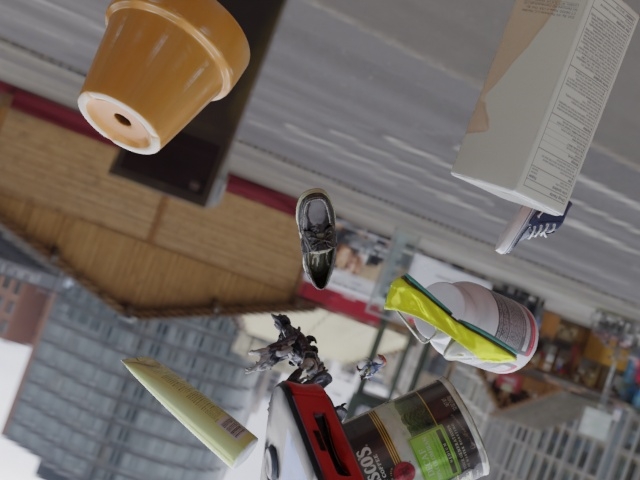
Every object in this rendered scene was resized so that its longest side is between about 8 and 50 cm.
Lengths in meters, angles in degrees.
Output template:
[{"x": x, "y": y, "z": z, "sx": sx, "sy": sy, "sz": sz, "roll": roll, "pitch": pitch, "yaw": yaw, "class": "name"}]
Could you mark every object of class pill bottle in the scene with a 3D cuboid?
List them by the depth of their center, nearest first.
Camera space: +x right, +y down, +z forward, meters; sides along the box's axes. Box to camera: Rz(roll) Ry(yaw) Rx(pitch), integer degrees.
[{"x": 0.346, "y": 0.190, "z": 2.295, "sx": 0.176, "sy": 0.176, "sz": 0.319, "roll": 18, "pitch": 177, "yaw": 40, "class": "pill bottle"}]

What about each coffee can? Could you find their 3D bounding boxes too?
[{"x": 0.145, "y": 0.398, "z": 1.895, "sx": 0.275, "sy": 0.201, "sz": 0.201, "roll": -24, "pitch": -176, "yaw": -7, "class": "coffee can"}]

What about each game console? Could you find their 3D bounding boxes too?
[{"x": -0.007, "y": 0.377, "z": 1.085, "sx": 0.060, "sy": 0.341, "sz": 0.386, "roll": 2, "pitch": -149, "yaw": -19, "class": "game console"}]

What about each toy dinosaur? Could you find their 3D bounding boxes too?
[{"x": 0.121, "y": 0.287, "z": 2.336, "sx": 0.082, "sy": 0.047, "sz": 0.090, "roll": -24, "pitch": 160, "yaw": 23, "class": "toy dinosaur"}]

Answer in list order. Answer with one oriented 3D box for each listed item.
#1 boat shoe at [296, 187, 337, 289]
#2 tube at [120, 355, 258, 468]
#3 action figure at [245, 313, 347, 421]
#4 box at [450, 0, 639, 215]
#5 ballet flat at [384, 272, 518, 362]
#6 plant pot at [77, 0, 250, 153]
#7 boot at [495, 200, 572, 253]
[{"x": 0.000, "y": 0.000, "z": 1.363, "sx": 0.056, "sy": 0.152, "sz": 0.049, "roll": -13, "pitch": -140, "yaw": -7, "class": "boat shoe"}, {"x": -0.204, "y": 0.257, "z": 1.590, "sx": 0.240, "sy": 0.062, "sz": 0.070, "roll": 38, "pitch": 147, "yaw": 15, "class": "tube"}, {"x": -0.053, "y": 0.232, "z": 1.775, "sx": 0.164, "sy": 0.141, "sz": 0.275, "roll": 61, "pitch": 177, "yaw": -27, "class": "action figure"}, {"x": 0.320, "y": -0.207, "z": 1.452, "sx": 0.121, "sy": 0.311, "sz": 0.148, "roll": 23, "pitch": -178, "yaw": 43, "class": "box"}, {"x": 0.201, "y": 0.144, "z": 1.628, "sx": 0.231, "sy": 0.077, "sz": 0.077, "roll": 35, "pitch": -179, "yaw": 3, "class": "ballet flat"}, {"x": -0.230, "y": -0.229, "z": 1.406, "sx": 0.205, "sy": 0.188, "sz": 0.205, "roll": 23, "pitch": 156, "yaw": 11, "class": "plant pot"}, {"x": 0.412, "y": -0.031, "z": 1.956, "sx": 0.086, "sy": 0.190, "sz": 0.069, "roll": 37, "pitch": 156, "yaw": 0, "class": "boot"}]
